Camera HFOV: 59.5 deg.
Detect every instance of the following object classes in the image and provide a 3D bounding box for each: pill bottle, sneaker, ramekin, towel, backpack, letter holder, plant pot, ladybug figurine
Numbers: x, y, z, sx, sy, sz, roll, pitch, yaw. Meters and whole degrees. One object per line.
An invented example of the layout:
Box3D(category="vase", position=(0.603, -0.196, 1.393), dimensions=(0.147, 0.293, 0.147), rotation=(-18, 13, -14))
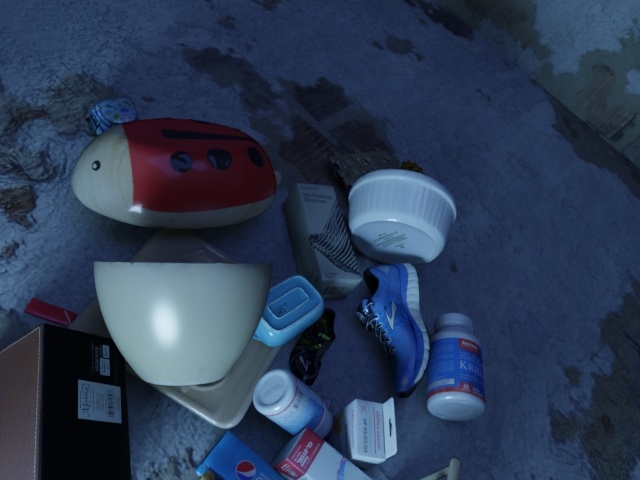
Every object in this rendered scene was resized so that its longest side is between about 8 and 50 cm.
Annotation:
Box3D(category="pill bottle", position=(-0.045, 0.305, 1.023), dimensions=(0.160, 0.087, 0.087), rotation=(50, 35, -38))
Box3D(category="sneaker", position=(-0.013, 0.216, 1.168), dimensions=(0.067, 0.078, 0.188), rotation=(29, 48, -6))
Box3D(category="sneaker", position=(0.153, 0.197, 1.264), dimensions=(0.147, 0.129, 0.329), rotation=(3, 50, -10))
Box3D(category="ramekin", position=(0.190, -0.042, 1.362), dimensions=(0.273, 0.273, 0.127), rotation=(22, 61, -13))
Box3D(category="towel", position=(-0.014, 0.341, 1.120), dimensions=(0.060, 0.009, 0.083), rotation=(36, 47, -1))
Box3D(category="backpack", position=(-0.463, -0.266, 1.283), dimensions=(0.105, 0.084, 0.114), rotation=(-22, 72, -36))
Box3D(category="pill bottle", position=(0.302, 0.279, 1.263), dimensions=(0.124, 0.124, 0.221), rotation=(20, 49, -14))
Box3D(category="letter holder", position=(-0.418, 0.315, 0.841), dimensions=(0.152, 0.214, 0.301), rotation=(31, 36, -51))
Box3D(category="plant pot", position=(-0.222, 0.129, 0.918), dimensions=(0.284, 0.284, 0.190), rotation=(2, 87, -28))
Box3D(category="ladybug figurine", position=(-0.290, -0.157, 1.202), dimensions=(0.450, 0.161, 0.305), rotation=(-4, 40, -30))

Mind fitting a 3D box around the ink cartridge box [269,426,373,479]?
Box3D(category="ink cartridge box", position=(0.004, 0.425, 0.984), dimensions=(0.175, 0.127, 0.072), rotation=(38, 48, 3))

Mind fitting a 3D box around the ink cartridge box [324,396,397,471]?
Box3D(category="ink cartridge box", position=(0.069, 0.362, 1.031), dimensions=(0.062, 0.181, 0.104), rotation=(16, 50, -18))

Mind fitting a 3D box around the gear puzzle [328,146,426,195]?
Box3D(category="gear puzzle", position=(0.175, -0.190, 1.612), dimensions=(0.339, 0.044, 0.175), rotation=(-13, 62, -39))

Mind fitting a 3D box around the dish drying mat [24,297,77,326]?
Box3D(category="dish drying mat", position=(-0.489, 0.131, 1.017), dimensions=(0.083, 0.008, 0.032), rotation=(23, 49, -12))

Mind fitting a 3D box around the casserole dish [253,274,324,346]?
Box3D(category="casserole dish", position=(-0.068, 0.131, 1.115), dimensions=(0.188, 0.037, 0.114), rotation=(-30, 69, -38))

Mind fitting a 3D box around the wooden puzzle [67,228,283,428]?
Box3D(category="wooden puzzle", position=(-0.247, 0.157, 1.091), dimensions=(0.348, 0.080, 0.322), rotation=(30, 46, 0))

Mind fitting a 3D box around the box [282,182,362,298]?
Box3D(category="box", position=(0.000, 0.000, 1.329), dimensions=(0.113, 0.094, 0.275), rotation=(1, 56, -28))

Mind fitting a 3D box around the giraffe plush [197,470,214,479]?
Box3D(category="giraffe plush", position=(-0.171, 0.459, 0.845), dimensions=(0.210, 0.181, 0.170), rotation=(38, 32, -22))

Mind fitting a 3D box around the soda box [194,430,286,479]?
Box3D(category="soda box", position=(-0.109, 0.429, 0.960), dimensions=(0.210, 0.067, 0.071), rotation=(40, 47, 3))

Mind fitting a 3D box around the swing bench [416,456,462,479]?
Box3D(category="swing bench", position=(0.156, 0.529, 0.905), dimensions=(0.165, 0.253, 0.255), rotation=(44, 47, 7))
